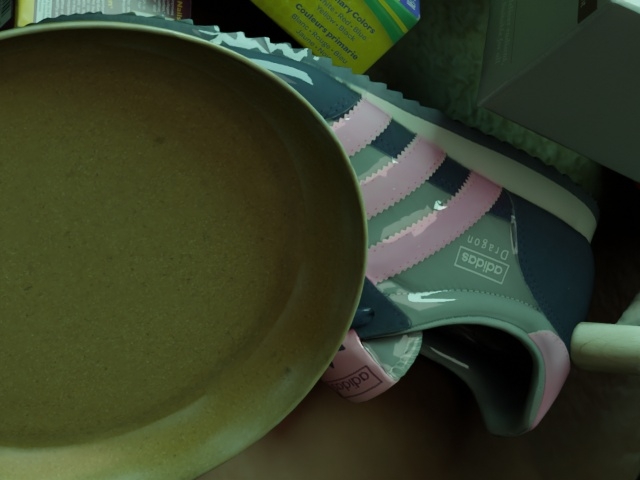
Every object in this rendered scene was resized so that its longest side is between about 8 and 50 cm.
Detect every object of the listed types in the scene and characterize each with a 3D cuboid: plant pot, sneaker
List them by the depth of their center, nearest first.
[{"bbox_3d":[-0.098,0.015,0.527,0.236,0.032,0.236,-11,128,-14],"label":"plant pot"},{"bbox_3d":[0.000,0.000,0.613,0.319,0.112,0.131,19,69,-25],"label":"sneaker"}]

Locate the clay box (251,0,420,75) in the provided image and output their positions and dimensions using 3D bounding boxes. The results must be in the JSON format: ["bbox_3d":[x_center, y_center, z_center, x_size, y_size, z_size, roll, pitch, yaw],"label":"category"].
[{"bbox_3d":[-0.048,-0.182,0.617,0.222,0.053,0.127,40,26,-20],"label":"clay box"}]

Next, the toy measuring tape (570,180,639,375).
[{"bbox_3d":[0.201,-0.040,0.703,0.330,0.121,0.121,-31,98,-54],"label":"toy measuring tape"}]

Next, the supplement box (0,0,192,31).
[{"bbox_3d":[-0.104,-0.110,0.612,0.083,0.043,0.055,7,77,-28],"label":"supplement box"}]

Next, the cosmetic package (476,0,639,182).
[{"bbox_3d":[0.196,-0.084,0.605,0.238,0.107,0.127,23,59,-17],"label":"cosmetic package"}]
